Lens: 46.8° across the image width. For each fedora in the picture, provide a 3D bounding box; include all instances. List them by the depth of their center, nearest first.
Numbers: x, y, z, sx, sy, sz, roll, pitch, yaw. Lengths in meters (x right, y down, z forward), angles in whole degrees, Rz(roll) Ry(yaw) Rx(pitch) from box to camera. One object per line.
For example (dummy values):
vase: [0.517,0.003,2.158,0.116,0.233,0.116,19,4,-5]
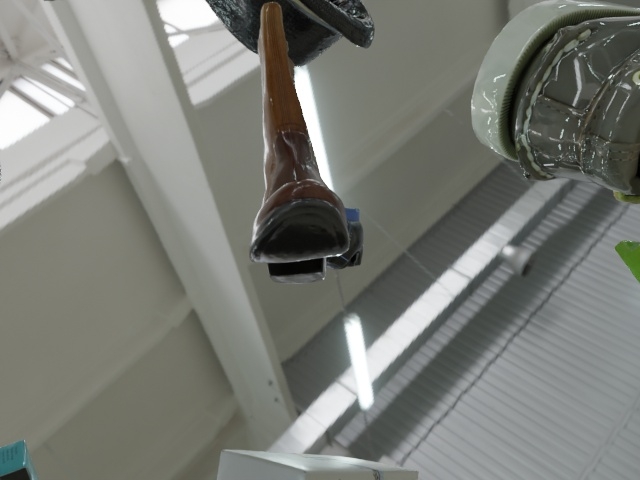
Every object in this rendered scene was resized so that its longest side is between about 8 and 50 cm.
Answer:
fedora: [-0.076,-0.386,1.163,0.152,0.334,0.334,-44,-28,25]

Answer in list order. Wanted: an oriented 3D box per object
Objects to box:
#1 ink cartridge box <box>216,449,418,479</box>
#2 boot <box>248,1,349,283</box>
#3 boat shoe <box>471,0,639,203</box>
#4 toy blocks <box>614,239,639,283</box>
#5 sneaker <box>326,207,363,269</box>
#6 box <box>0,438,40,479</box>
ink cartridge box: [-0.007,0.380,0.987,0.232,0.168,0.171,19,-106,-44]
boot: [-0.026,-0.113,0.759,0.264,0.096,0.281,67,-162,-78]
boat shoe: [0.224,-0.085,0.401,0.304,0.091,0.109,-15,-53,-28]
toy blocks: [0.414,0.074,0.468,0.190,0.381,0.261,6,-43,-39]
sneaker: [0.000,0.000,1.081,0.232,0.081,0.091,-3,-97,-58]
box: [-0.445,0.323,0.839,0.244,0.060,0.101,-17,-64,-18]
